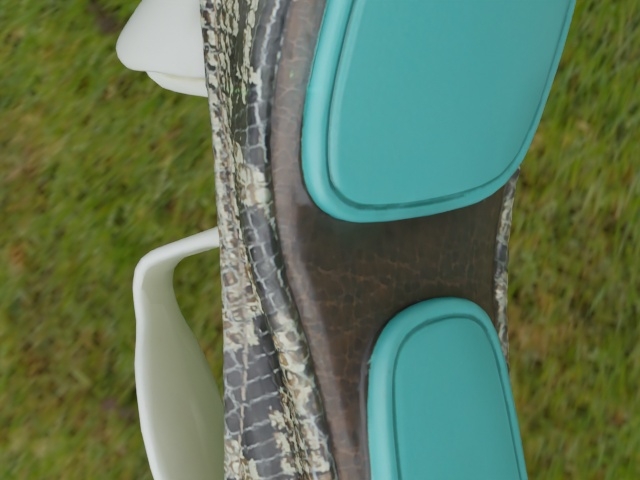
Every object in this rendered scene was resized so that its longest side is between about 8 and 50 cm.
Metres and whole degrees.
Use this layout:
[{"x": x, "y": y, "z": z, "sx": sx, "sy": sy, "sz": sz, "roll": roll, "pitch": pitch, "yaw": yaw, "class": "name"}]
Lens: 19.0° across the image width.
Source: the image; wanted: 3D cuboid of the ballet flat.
[{"x": 0.000, "y": 0.000, "z": 0.724, "sx": 0.182, "sy": 0.164, "sz": 0.483, "roll": 8, "pitch": 101, "yaw": 39, "class": "ballet flat"}]
